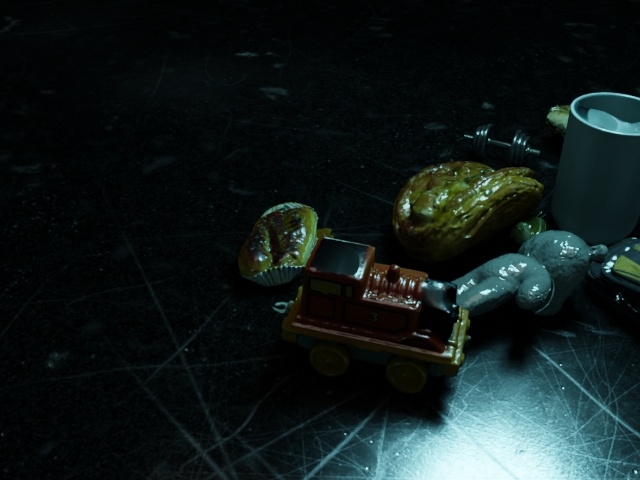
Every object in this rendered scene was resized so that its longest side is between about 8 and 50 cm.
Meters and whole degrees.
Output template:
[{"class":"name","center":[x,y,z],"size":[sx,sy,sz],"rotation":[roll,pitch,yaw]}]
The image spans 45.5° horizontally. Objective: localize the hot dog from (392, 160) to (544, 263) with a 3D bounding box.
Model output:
[{"class":"hot dog","center":[0.338,-0.089,1.735],"size":[0.388,0.174,0.267],"rotation":[-26,26,-34]}]

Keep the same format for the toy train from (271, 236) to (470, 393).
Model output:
[{"class":"toy train","center":[0.089,0.128,1.381],"size":[0.369,0.231,0.163],"rotation":[11,37,11]}]

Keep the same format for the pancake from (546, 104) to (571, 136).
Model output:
[{"class":"pancake","center":[0.807,-0.321,2.112],"size":[0.383,0.071,0.382],"rotation":[5,20,-2]}]

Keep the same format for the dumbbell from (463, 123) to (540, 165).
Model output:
[{"class":"dumbbell","center":[0.485,-0.256,2.048],"size":[0.209,0.099,0.099],"rotation":[17,38,22]}]

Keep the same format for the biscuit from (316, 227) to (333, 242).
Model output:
[{"class":"biscuit","center":[0.000,0.000,1.742],"size":[0.082,0.016,0.092],"rotation":[-18,40,-25]}]

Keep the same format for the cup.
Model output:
[{"class":"cup","center":[0.638,-0.153,1.721],"size":[0.206,0.312,0.205],"rotation":[1,35,-1]}]

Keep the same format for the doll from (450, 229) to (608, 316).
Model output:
[{"class":"doll","center":[0.395,0.099,1.535],"size":[0.340,0.158,0.246],"rotation":[-29,11,-18]}]

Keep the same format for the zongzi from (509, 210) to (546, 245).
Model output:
[{"class":"zongzi","center":[0.514,-0.003,1.752],"size":[0.130,0.062,0.154],"rotation":[42,33,17]}]

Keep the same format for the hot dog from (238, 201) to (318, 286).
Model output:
[{"class":"hot dog","center":[-0.090,0.000,1.674],"size":[0.163,0.081,0.270],"rotation":[-4,33,12]}]

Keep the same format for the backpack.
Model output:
[{"class":"backpack","center":[0.666,0.082,1.561],"size":[0.206,0.133,0.258],"rotation":[-26,36,-20]}]
